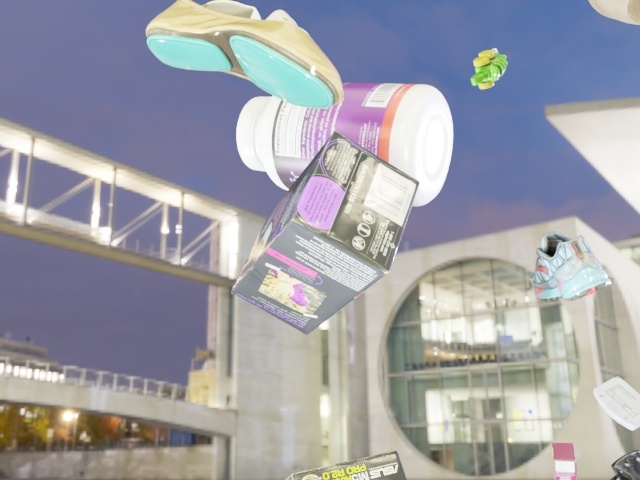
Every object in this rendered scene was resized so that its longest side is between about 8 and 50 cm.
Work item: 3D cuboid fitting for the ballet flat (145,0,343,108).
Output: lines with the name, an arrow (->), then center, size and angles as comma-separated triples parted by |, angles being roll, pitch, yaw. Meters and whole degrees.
ballet flat -> -0.064, -0.184, 0.647 | 0.232, 0.073, 0.080 | 23, -21, 29

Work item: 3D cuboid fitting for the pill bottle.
pill bottle -> 0.033, -0.158, 1.126 | 0.322, 0.182, 0.181 | 9, -10, 30

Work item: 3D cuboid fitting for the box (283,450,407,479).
box -> 0.005, 0.474, 1.322 | 0.216, 0.060, 0.270 | -4, -29, -28

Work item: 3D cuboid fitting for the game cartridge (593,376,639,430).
game cartridge -> 0.448, 0.242, 1.053 | 0.056, 0.083, 0.017 | -21, -52, -15

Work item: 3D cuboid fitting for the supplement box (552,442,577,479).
supplement box -> 0.483, 0.451, 1.408 | 0.043, 0.083, 0.055 | -3, 22, 17

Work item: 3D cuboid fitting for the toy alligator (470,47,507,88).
toy alligator -> 0.335, -0.338, 1.365 | 0.051, 0.056, 0.190 | -3, 28, 31

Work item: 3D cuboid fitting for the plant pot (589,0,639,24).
plant pot -> 0.628, -0.488, 1.340 | 0.237, 0.110, 0.237 | 0, -31, 0

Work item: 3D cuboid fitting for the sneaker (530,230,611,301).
sneaker -> 0.456, 0.040, 1.333 | 0.104, 0.125, 0.262 | -19, -4, -4

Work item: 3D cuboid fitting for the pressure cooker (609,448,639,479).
pressure cooker -> 0.758, 0.636, 1.442 | 0.369, 0.375, 0.420 | -12, -62, 50

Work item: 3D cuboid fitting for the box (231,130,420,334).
box -> 0.000, 0.000, 1.014 | 0.143, 0.165, 0.270 | 30, -32, -10
